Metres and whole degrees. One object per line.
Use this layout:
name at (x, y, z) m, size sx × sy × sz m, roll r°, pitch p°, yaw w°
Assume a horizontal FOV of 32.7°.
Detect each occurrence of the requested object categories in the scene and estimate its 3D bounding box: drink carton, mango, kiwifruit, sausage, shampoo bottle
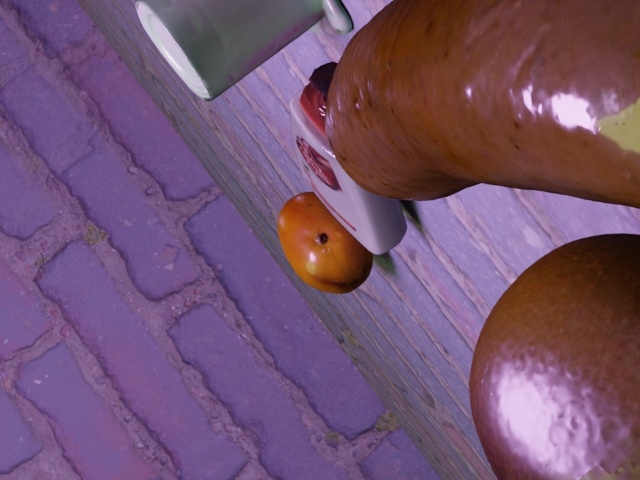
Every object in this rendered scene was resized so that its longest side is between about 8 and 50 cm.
drink carton at (-0.080, -0.209, 0.984) m, size 0.146 × 0.142 × 0.144 m, roll 54°, pitch 173°, yaw -18°
mango at (0.000, 0.000, 1.523) m, size 0.145 × 0.112 × 0.219 m, roll 52°, pitch 177°, yaw -19°
kiwifruit at (0.194, 0.100, 0.589) m, size 0.234 × 0.196 × 0.196 m, roll 35°, pitch 161°, yaw 47°
sausage at (0.093, -0.083, 0.579) m, size 0.501 × 0.123 × 0.136 m, roll -166°, pitch 58°, yaw -78°
shampoo bottle at (0.023, -0.098, 1.113) m, size 0.153 × 0.071 × 0.284 m, roll 51°, pitch 173°, yaw 21°
